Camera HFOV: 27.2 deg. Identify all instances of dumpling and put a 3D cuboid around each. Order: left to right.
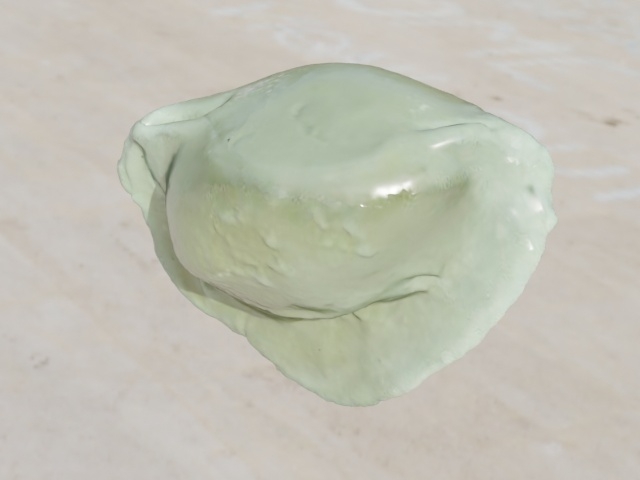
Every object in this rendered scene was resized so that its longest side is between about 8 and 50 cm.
[{"bbox_3d":[-0.013,-0.024,1.059,0.212,0.270,0.321,26,-1,-38],"label":"dumpling"}]
